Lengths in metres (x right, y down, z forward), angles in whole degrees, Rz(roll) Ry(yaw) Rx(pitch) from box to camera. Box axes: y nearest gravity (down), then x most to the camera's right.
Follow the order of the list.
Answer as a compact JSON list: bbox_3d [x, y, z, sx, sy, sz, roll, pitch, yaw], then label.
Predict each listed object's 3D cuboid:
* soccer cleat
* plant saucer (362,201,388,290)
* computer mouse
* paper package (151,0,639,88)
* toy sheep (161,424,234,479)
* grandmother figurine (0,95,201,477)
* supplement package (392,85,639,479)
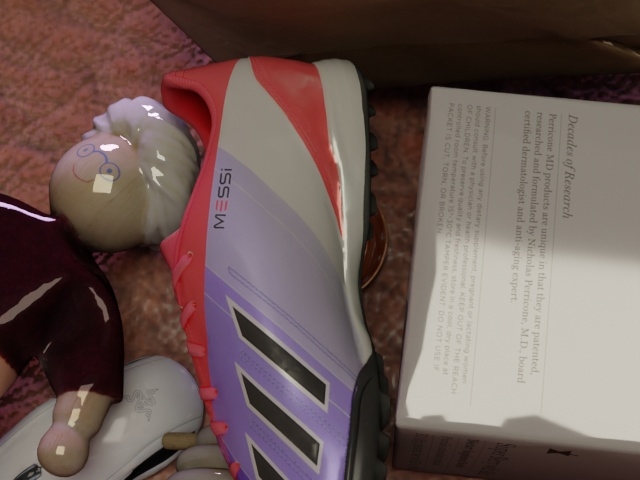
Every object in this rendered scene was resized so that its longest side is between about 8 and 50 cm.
[{"bbox_3d":[-0.029,0.047,0.646,0.116,0.109,0.318,3,66,-8],"label":"soccer cleat"},{"bbox_3d":[0.000,0.000,0.765,0.083,0.013,0.084,-1,73,2],"label":"plant saucer"},{"bbox_3d":[-0.157,0.129,0.718,0.193,0.042,0.106,-34,73,-8],"label":"computer mouse"},{"bbox_3d":[0.081,-0.259,0.695,0.309,0.168,0.325,3,68,42],"label":"paper package"},{"bbox_3d":[-0.048,0.147,0.686,0.091,0.091,0.132,5,68,4],"label":"toy sheep"},{"bbox_3d":[-0.195,0.048,0.695,0.208,0.104,0.342,42,71,10],"label":"grandmother figurine"},{"bbox_3d":[0.191,0.043,0.657,0.292,0.177,0.175,5,73,5],"label":"supplement package"}]
